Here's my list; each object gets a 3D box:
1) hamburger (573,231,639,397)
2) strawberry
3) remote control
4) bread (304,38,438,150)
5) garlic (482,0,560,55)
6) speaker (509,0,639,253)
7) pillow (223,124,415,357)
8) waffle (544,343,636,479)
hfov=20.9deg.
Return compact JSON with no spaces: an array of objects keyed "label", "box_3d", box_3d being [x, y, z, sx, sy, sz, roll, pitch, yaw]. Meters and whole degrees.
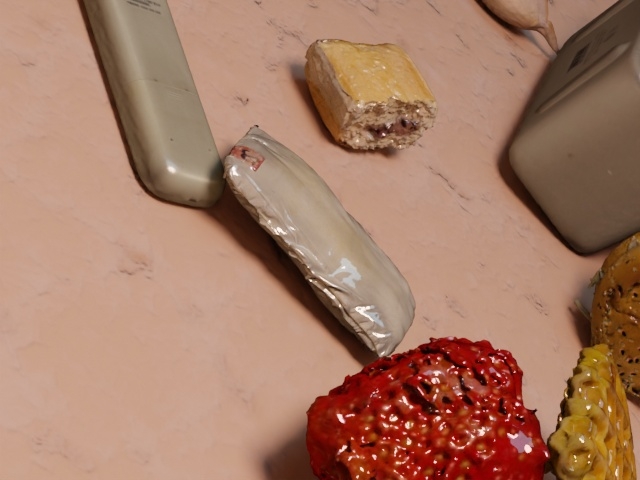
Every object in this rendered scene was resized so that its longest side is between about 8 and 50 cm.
[{"label":"hamburger","box_3d":[0.343,0.077,1.735,0.185,0.177,0.113,5,29,15]},{"label":"strawberry","box_3d":[0.074,0.162,1.317,0.201,0.187,0.184,12,5,-33]},{"label":"remote control","box_3d":[-0.152,-0.160,1.525,0.090,0.038,0.309,13,46,-44]},{"label":"bread","box_3d":[0.046,-0.141,1.702,0.125,0.082,0.106,-2,45,-38]},{"label":"garlic","box_3d":[0.238,-0.316,2.121,0.198,0.090,0.128,61,14,25]},{"label":"speaker","box_3d":[0.356,-0.155,1.958,0.183,0.184,0.406,51,31,-11]},{"label":"pillow","box_3d":[0.000,0.000,1.502,0.229,0.051,0.128,49,21,-11]},{"label":"waffle","box_3d":[0.229,0.217,1.431,0.245,0.052,0.254,-41,125,-66]}]
